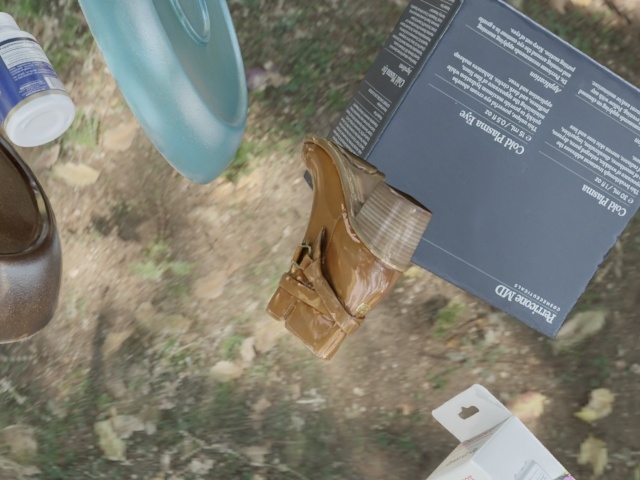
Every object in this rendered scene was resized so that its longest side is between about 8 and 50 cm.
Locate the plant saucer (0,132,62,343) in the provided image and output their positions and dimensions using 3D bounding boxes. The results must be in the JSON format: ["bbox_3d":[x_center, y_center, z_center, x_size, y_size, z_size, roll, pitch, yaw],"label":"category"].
[{"bbox_3d":[-0.303,-0.055,0.901,0.310,0.310,0.050,41,107,-7],"label":"plant saucer"}]

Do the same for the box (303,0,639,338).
[{"bbox_3d":[0.210,-0.107,1.532,0.343,0.179,0.312,29,99,-19],"label":"box"}]

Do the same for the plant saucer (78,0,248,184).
[{"bbox_3d":[-0.127,-0.201,1.008,0.043,0.317,0.317,-19,86,12],"label":"plant saucer"}]

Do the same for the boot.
[{"bbox_3d":[0.000,0.000,1.066,0.073,0.197,0.152,28,100,-31],"label":"boot"}]

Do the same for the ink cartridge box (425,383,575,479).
[{"bbox_3d":[0.170,0.232,1.125,0.198,0.115,0.067,47,60,4],"label":"ink cartridge box"}]

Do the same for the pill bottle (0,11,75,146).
[{"bbox_3d":[-0.397,-0.213,1.631,0.094,0.094,0.169,-25,68,-19],"label":"pill bottle"}]
